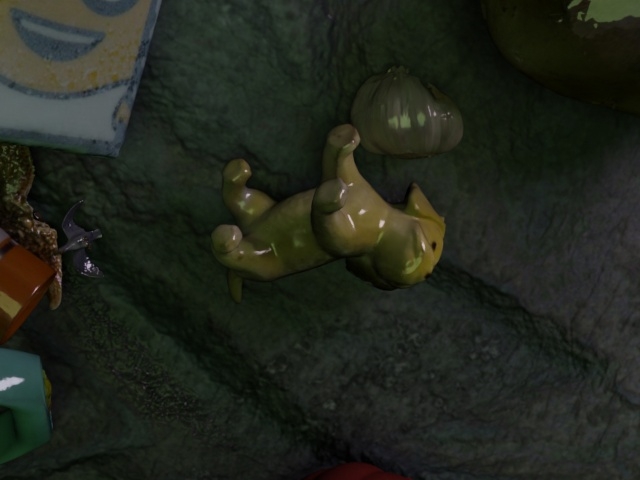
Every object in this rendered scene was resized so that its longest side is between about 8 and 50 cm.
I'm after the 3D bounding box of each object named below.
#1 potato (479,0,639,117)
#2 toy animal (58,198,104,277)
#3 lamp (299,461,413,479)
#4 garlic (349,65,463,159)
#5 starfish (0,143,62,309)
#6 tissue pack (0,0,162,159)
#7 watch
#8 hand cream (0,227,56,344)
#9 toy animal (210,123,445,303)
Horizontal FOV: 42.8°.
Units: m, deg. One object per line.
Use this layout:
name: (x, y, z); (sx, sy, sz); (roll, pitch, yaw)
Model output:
potato: (0.295, -0.212, 0.740); (0.307, 0.173, 0.210); (6, 106, -9)
toy animal: (-0.242, 0.004, 0.822); (0.028, 0.050, 0.084); (-7, 104, 16)
lamp: (0.047, 0.345, 0.856); (0.226, 0.227, 0.227); (-1, 105, -4)
garlic: (0.083, -0.120, 0.799); (0.113, 0.074, 0.094); (-1, 116, 12)
starfish: (-0.339, -0.033, 0.806); (0.138, 0.050, 0.248); (-13, 98, 0)
tissue pack: (-0.238, -0.234, 0.664); (0.128, 0.228, 0.311); (26, 104, 30)
watch: (-0.357, 0.173, 0.784); (0.195, 0.237, 0.068); (-9, 63, -19)
hand cream: (-0.389, -0.033, 0.733); (0.314, 0.089, 0.140); (36, 137, -4)
toy animal: (0.007, -0.011, 0.796); (0.233, 0.121, 0.169); (-8, 137, 5)
